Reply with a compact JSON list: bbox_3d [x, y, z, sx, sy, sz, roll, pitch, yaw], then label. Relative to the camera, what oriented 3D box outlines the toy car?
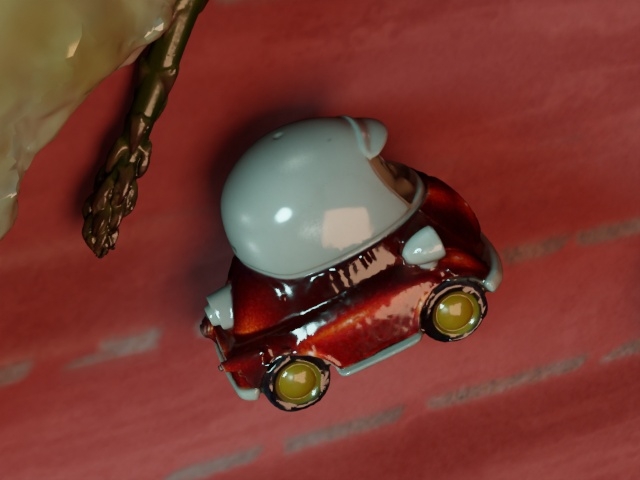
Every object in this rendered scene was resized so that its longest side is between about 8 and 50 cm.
[{"bbox_3d":[0.000,0.000,0.734,0.139,0.112,0.112,-30,118,-3],"label":"toy car"}]

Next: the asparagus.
[{"bbox_3d":[-0.054,-0.105,0.667,0.025,0.024,0.248,-2,120,-53],"label":"asparagus"}]

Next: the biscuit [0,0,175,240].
[{"bbox_3d":[-0.206,-0.134,0.470,0.429,0.104,0.446,-42,131,-5],"label":"biscuit"}]
